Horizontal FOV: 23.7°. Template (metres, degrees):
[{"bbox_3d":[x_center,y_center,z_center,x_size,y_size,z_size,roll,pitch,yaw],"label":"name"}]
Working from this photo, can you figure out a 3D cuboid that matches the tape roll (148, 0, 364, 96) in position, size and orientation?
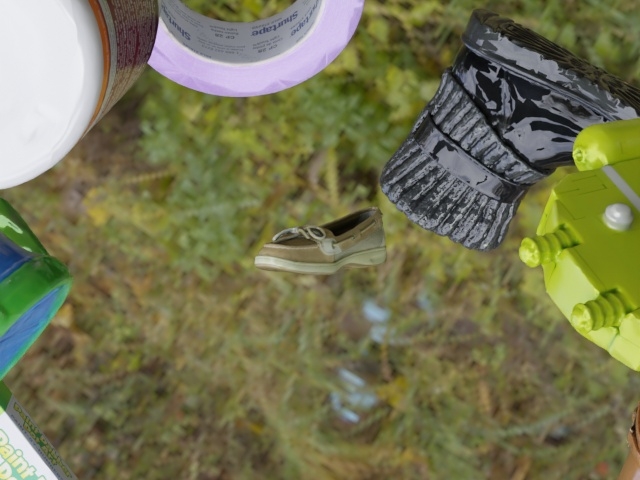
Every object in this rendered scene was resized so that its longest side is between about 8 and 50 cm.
[{"bbox_3d":[-0.090,-0.295,1.681,0.274,0.090,0.275,-2,130,-2],"label":"tape roll"}]

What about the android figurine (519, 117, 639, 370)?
[{"bbox_3d":[0.263,0.007,1.039,0.248,0.272,0.056,58,147,37],"label":"android figurine"}]

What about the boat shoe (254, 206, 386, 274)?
[{"bbox_3d":[0.002,0.000,1.222,0.056,0.048,0.153,5,-173,39],"label":"boat shoe"}]

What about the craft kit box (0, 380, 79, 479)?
[{"bbox_3d":[-0.390,0.269,1.583,0.250,0.246,0.061,54,-175,-8],"label":"craft kit box"}]

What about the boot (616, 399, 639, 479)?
[{"bbox_3d":[0.260,0.180,1.196,0.073,0.197,0.152,14,151,16],"label":"boot"}]

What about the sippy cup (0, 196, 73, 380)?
[{"bbox_3d":[-0.384,0.047,1.394,0.224,0.240,0.305,42,177,2],"label":"sippy cup"}]

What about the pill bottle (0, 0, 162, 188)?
[{"bbox_3d":[-0.272,-0.200,1.401,0.224,0.224,0.392,37,-163,-7],"label":"pill bottle"}]

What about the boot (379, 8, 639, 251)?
[{"bbox_3d":[0.260,-0.084,1.787,0.348,0.131,0.260,34,112,20],"label":"boot"}]
